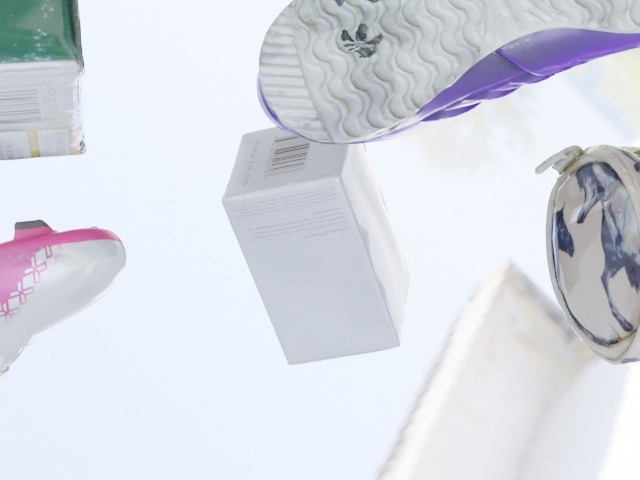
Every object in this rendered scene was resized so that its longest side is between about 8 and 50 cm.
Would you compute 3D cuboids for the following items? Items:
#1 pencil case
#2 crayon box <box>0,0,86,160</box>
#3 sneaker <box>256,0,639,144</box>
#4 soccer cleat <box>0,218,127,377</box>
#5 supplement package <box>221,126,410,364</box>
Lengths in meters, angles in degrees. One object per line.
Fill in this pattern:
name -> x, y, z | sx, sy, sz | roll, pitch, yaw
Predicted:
pencil case -> 0.375, -0.014, 1.361 | 0.160, 0.410, 0.183 | 109, 151, -60
crayon box -> -0.267, -0.080, 0.774 | 0.203, 0.323, 0.083 | 138, 127, -80
sneaker -> 0.097, -0.129, 0.985 | 0.146, 0.293, 0.102 | 138, 113, -82
soccer cleat -> -0.268, 0.087, 1.247 | 0.116, 0.331, 0.143 | 11, -117, -64
supplement package -> 0.000, 0.000, 1.504 | 0.105, 0.105, 0.179 | -78, -28, -54
